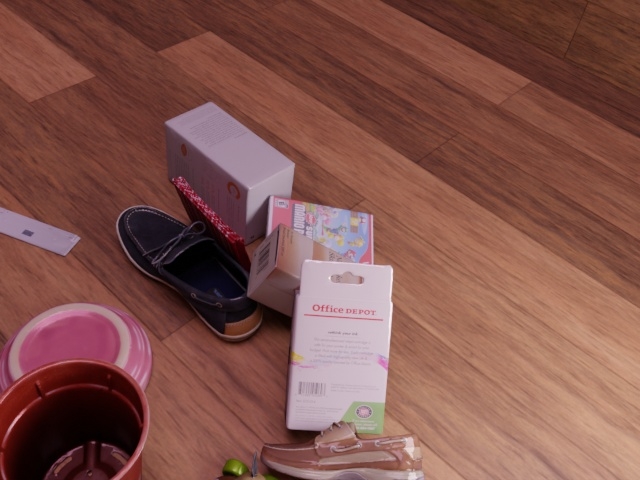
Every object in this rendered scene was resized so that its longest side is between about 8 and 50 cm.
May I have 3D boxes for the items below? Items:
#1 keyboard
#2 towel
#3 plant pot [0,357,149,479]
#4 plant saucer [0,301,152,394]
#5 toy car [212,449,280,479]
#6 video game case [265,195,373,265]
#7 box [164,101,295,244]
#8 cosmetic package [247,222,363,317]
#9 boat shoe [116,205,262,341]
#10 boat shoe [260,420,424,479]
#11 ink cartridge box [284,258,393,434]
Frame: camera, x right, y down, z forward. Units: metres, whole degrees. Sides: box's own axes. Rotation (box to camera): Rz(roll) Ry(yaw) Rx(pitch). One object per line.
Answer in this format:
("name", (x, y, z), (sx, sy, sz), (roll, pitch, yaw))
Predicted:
("keyboard", (-0.763, -0.025, 1.713), (0.256, 0.014, 0.072), (19, 53, 9))
("towel", (-0.269, -0.028, 1.661), (0.031, 0.199, 0.275), (-38, 62, -18))
("plant pot", (-0.440, 0.402, 1.189), (0.272, 0.265, 0.272), (4, 46, -4))
("plant saucer", (-0.541, 0.260, 1.431), (0.332, 0.084, 0.332), (4, 48, -4))
("toy car", (-0.151, 0.473, 1.217), (0.149, 0.188, 0.155), (20, 48, 10))
("video game case", (0.000, 0.000, 1.681), (0.285, 0.025, 0.204), (10, 61, -15))
("box", (-0.255, -0.190, 1.799), (0.345, 0.215, 0.168), (39, 53, 24))
("cosmetic package", (-0.010, 0.105, 1.535), (0.296, 0.129, 0.153), (27, 38, -24))
("boat shoe", (-0.330, 0.045, 1.616), (0.187, 0.156, 0.500), (-34, 59, -30))
("boat shoe", (0.044, 0.419, 1.299), (0.324, 0.123, 0.116), (4, 76, 4))
("ink cartridge box", (0.038, 0.218, 1.391), (0.207, 0.119, 0.353), (5, 91, -5))
